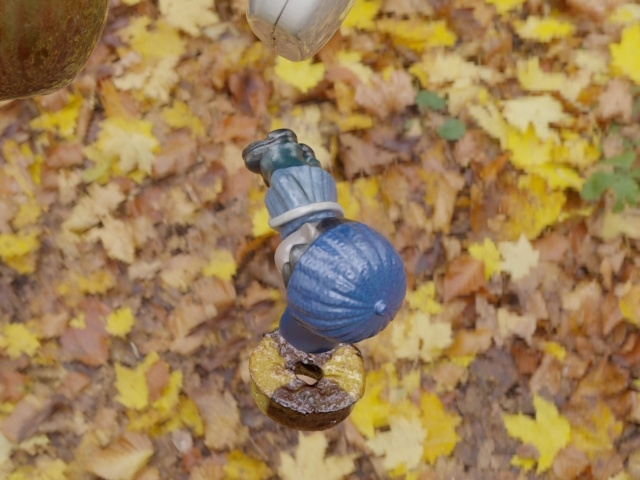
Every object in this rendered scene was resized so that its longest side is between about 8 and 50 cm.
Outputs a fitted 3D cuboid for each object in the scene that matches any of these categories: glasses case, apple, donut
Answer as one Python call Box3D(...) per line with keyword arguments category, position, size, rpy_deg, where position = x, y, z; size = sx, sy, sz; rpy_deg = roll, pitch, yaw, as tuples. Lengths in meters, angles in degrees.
Box3D(category="glasses case", position=(-0.005, -0.161, 0.784), size=(0.059, 0.233, 0.092), rpy_deg=(33, 91, -3))
Box3D(category="apple", position=(-0.375, -0.284, 1.507), size=(0.256, 0.257, 0.234), rpy_deg=(-6, 96, 5))
Box3D(category="donut", position=(-0.016, 0.163, 1.468), size=(0.140, 0.059, 0.140), rpy_deg=(7, 41, -6))

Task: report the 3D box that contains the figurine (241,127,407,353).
Box3D(category="figurine", position=(0.000, 0.000, 0.775), size=(0.087, 0.086, 0.149), rpy_deg=(-27, 54, 11))
